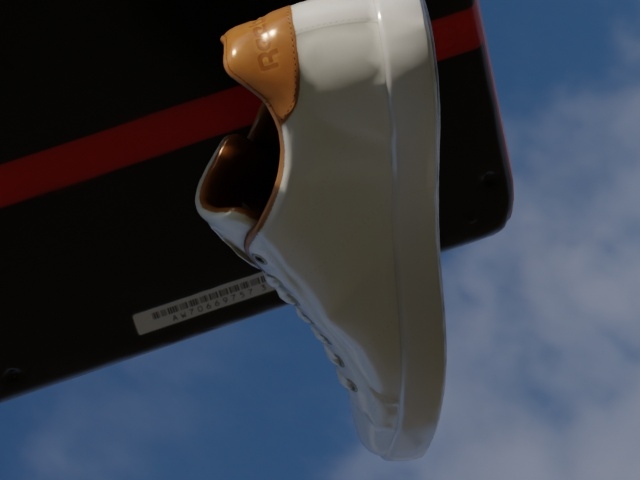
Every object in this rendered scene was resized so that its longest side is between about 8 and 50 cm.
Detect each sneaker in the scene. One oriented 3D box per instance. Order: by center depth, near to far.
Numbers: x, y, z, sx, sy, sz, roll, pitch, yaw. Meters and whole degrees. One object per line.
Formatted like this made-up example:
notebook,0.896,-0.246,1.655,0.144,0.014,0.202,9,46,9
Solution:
sneaker,0.000,0.000,0.935,0.123,0.106,0.290,-8,-54,-4

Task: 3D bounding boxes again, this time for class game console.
game console,-0.094,-0.082,0.987,0.386,0.060,0.342,-18,-48,-3
